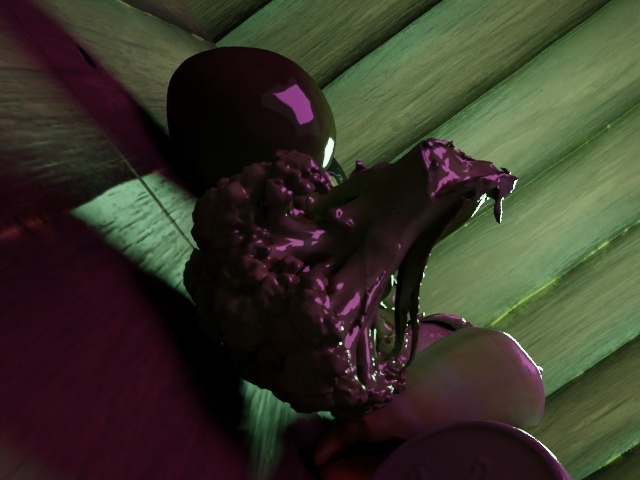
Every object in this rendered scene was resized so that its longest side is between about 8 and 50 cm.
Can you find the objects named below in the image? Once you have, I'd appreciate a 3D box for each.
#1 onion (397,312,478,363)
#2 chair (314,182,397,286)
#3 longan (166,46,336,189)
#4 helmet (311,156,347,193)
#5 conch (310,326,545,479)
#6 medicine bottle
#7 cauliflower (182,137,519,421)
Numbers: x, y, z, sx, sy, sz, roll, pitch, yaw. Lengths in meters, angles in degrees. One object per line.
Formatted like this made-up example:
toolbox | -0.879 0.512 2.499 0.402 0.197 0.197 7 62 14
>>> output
onion | 0.122 0.197 1.038 0.200 0.200 0.207 51 31 -30
chair | 0.000 0.000 1.388 0.270 0.136 0.147 51 9 -17
longan | -0.098 -0.161 1.189 0.248 0.248 0.248 53 7 -9
helmet | -0.034 -0.100 1.579 0.230 0.160 0.279 51 8 -17
conch | 0.113 0.182 0.858 0.127 0.255 0.158 93 -21 -73
medicine bottle | 0.177 0.316 0.736 0.316 0.202 0.202 49 8 -35
cauliflower | -0.002 0.009 0.782 0.260 0.281 0.327 18 16 -28
